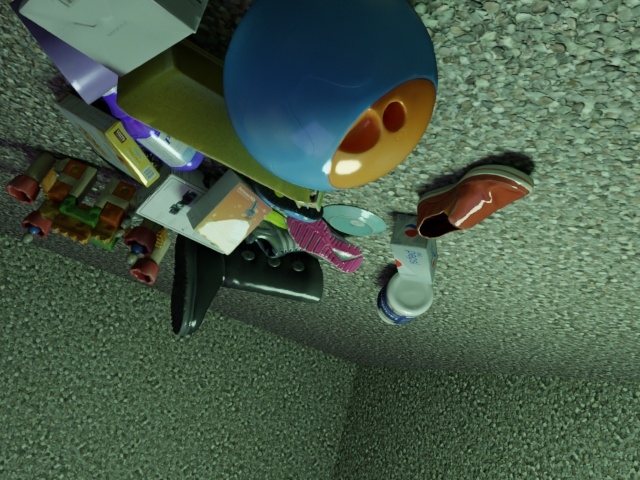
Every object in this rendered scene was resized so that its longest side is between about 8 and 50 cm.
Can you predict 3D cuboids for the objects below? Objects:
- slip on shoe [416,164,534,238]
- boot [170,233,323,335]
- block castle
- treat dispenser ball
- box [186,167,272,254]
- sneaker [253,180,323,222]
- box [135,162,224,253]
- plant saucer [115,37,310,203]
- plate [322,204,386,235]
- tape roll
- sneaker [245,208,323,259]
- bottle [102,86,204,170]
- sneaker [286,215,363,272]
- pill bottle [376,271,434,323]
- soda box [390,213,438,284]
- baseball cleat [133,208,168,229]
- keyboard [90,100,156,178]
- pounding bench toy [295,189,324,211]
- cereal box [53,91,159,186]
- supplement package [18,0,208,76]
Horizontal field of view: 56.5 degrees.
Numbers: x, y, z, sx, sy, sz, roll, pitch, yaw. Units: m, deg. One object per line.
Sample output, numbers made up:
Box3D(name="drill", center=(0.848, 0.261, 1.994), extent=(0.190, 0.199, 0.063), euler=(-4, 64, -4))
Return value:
Box3D(name="slip on shoe", center=(0.318, -0.074, 1.266), extent=(0.123, 0.101, 0.331), euler=(25, 158, -22))
Box3D(name="boot", center=(-0.204, 0.139, 1.773), extent=(0.445, 0.367, 0.146), euler=(14, 140, -25))
Box3D(name="block castle", center=(-0.693, -0.046, 1.805), extent=(0.453, 0.213, 0.303), euler=(24, 150, -1))
Box3D(name="treat dispenser ball", center=(0.014, -0.211, 0.807), extent=(0.288, 0.288, 0.288), euler=(13, 161, 5))
Box3D(name="box", center=(-0.234, -0.074, 1.532), extent=(0.130, 0.170, 0.091), euler=(40, -172, -38))
Box3D(name="sneaker", center=(-0.094, -0.100, 1.554), extent=(0.209, 0.069, 0.082), euler=(25, 161, -29))
Box3D(name="box", center=(-0.331, -0.093, 1.618), extent=(0.290, 0.087, 0.169), euler=(28, 125, -36))
Box3D(name="plant saucer", center=(-0.165, -0.231, 0.998), extent=(0.333, 0.081, 0.333), euler=(25, -157, -30))
Box3D(name="plate", center=(0.088, -0.048, 1.636), extent=(0.188, 0.024, 0.188), euler=(14, 161, 5))
Box3D(name="tape roll", center=(-0.412, -0.325, 0.982), extent=(0.189, 0.080, 0.189), euler=(52, 172, 10))
Box3D(name="sneaker", center=(-0.107, 0.005, 1.783), extent=(0.300, 0.121, 0.111), euler=(25, 159, -28))
Box3D(name="bottle", center=(-0.346, -0.254, 1.228), extent=(0.092, 0.118, 0.283), euler=(5, 158, 29))
Box3D(name="sneaker", center=(0.000, 0.000, 1.716), extent=(0.252, 0.103, 0.111), euler=(38, 179, -20))
Box3D(name="pill bottle", center=(0.274, 0.199, 2.001), extent=(0.153, 0.153, 0.264), euler=(15, 161, -1))
Box3D(name="soda box", center=(0.258, 0.030, 1.621), extent=(0.098, 0.091, 0.286), euler=(10, 161, 17))
Box3D(name="baseball cleat", center=(-0.579, -0.095, 1.971), extent=(0.109, 0.072, 0.206), euler=(-23, 144, 36))
Box3D(name="keyboard", center=(-0.492, -0.228, 1.491), extent=(0.201, 0.033, 0.317), euler=(41, 158, -7))
Box3D(name="pounding bench toy", center=(-0.033, -0.117, 1.484), extent=(0.065, 0.052, 0.083), euler=(10, 161, 14))
Box3D(name="cereal box", center=(-0.478, -0.227, 1.333), extent=(0.240, 0.047, 0.173), euler=(29, 159, 37))
Box3D(name="supplement package", center=(-0.231, -0.349, 0.733), extent=(0.194, 0.203, 0.149), euler=(-6, 152, 45))
